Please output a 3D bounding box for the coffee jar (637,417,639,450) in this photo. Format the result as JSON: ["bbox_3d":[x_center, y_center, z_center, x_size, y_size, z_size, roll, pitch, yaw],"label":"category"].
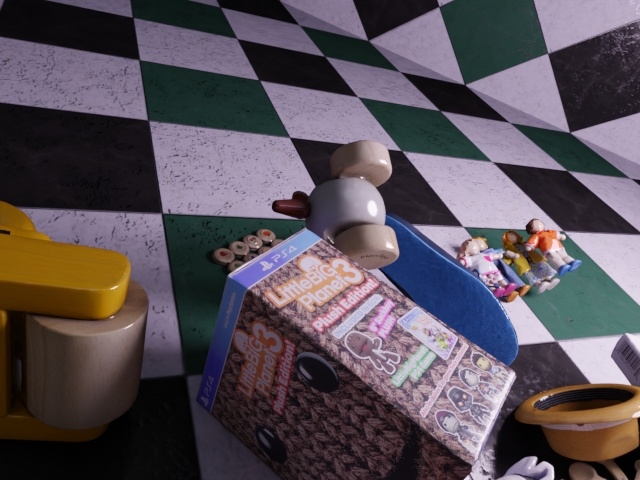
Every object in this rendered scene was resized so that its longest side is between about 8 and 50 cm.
[{"bbox_3d":[0.555,0.326,0.756,0.079,0.096,0.184,1,39,-35],"label":"coffee jar"}]

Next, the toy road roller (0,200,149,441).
[{"bbox_3d":[-0.358,0.064,0.557,0.330,0.202,0.240,11,26,-12],"label":"toy road roller"}]

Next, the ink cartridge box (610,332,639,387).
[{"bbox_3d":[0.593,0.245,0.744,0.233,0.066,0.189,13,27,-4],"label":"ink cartridge box"}]

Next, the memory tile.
[{"bbox_3d":[-0.107,0.029,0.881,0.113,0.012,0.148,37,38,20],"label":"memory tile"}]

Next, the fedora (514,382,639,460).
[{"bbox_3d":[0.391,0.268,0.723,0.194,0.194,0.079,-9,82,-36],"label":"fedora"}]

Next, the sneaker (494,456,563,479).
[{"bbox_3d":[0.280,0.361,0.522,0.118,0.109,0.292,-8,15,-22],"label":"sneaker"}]

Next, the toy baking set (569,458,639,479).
[{"bbox_3d":[0.448,0.343,0.635,0.256,0.030,0.196,-3,27,19],"label":"toy baking set"}]

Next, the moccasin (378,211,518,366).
[{"bbox_3d":[0.210,0.067,0.856,0.342,0.138,0.117,50,16,6],"label":"moccasin"}]

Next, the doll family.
[{"bbox_3d":[0.398,0.046,1.055,0.263,0.118,0.163,-15,53,-16],"label":"doll family"}]

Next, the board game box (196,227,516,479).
[{"bbox_3d":[0.022,0.172,0.572,0.291,0.232,0.141,34,38,19],"label":"board game box"}]

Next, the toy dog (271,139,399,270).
[{"bbox_3d":[0.000,0.000,0.730,0.161,0.333,0.220,1,48,-10],"label":"toy dog"}]
